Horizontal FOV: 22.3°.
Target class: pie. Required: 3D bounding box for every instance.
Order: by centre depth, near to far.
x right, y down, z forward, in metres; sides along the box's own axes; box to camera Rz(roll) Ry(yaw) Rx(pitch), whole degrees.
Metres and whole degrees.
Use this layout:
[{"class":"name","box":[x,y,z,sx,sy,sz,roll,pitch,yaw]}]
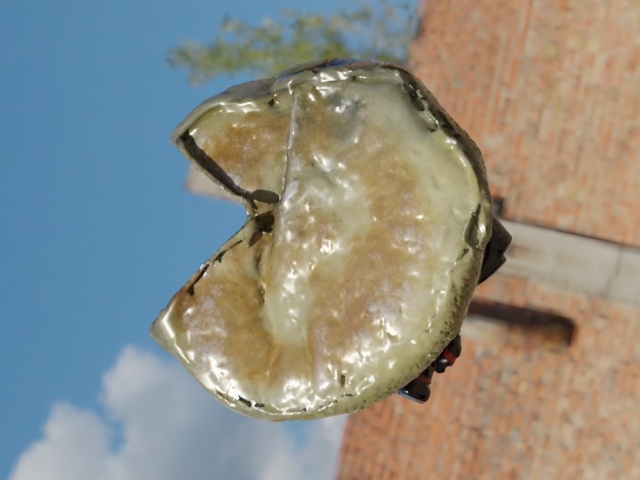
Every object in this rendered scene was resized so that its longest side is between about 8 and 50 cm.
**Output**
[{"class":"pie","box":[0.000,0.000,1.399,0.075,0.338,0.337,15,-93,-68]}]

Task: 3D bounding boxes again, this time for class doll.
[{"class":"doll","box":[0.108,0.038,1.652,0.127,0.088,0.248,27,-104,-32]}]
